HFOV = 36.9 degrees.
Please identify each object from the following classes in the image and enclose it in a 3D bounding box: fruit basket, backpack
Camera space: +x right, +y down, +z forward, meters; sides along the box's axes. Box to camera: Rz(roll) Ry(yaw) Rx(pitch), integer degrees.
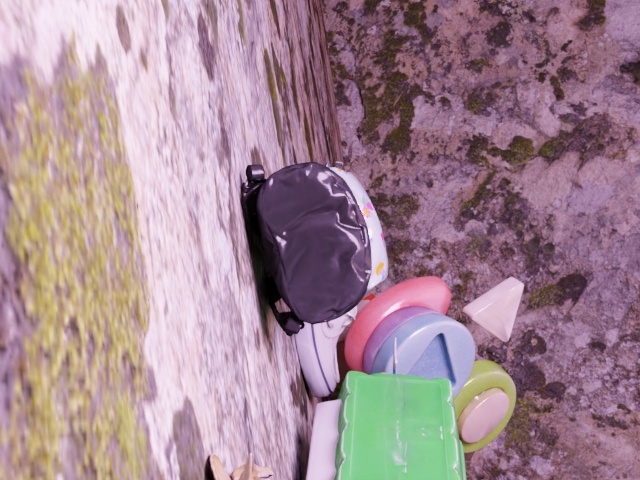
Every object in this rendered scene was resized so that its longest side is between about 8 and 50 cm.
[{"bbox_3d":[0.052,0.323,0.949,0.327,0.165,0.353,-81,-179,-64],"label":"fruit basket"},{"bbox_3d":[0.000,0.000,0.878,0.182,0.115,0.152,-43,122,-88],"label":"backpack"}]

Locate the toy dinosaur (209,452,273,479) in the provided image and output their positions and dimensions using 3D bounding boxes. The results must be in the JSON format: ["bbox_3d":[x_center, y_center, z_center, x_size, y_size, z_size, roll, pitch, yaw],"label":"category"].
[{"bbox_3d":[-0.043,0.161,0.532,0.183,0.053,0.093,97,-30,-78],"label":"toy dinosaur"}]

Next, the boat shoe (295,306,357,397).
[{"bbox_3d":[0.007,0.072,1.076,0.083,0.075,0.226,-87,168,-68],"label":"boat shoe"}]

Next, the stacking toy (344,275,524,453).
[{"bbox_3d":[0.165,0.201,1.171,0.130,0.279,0.309,38,-46,50],"label":"stacking toy"}]

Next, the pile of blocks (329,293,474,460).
[{"bbox_3d":[0.100,0.183,1.317,0.362,0.149,0.113,48,28,-39],"label":"pile of blocks"}]
